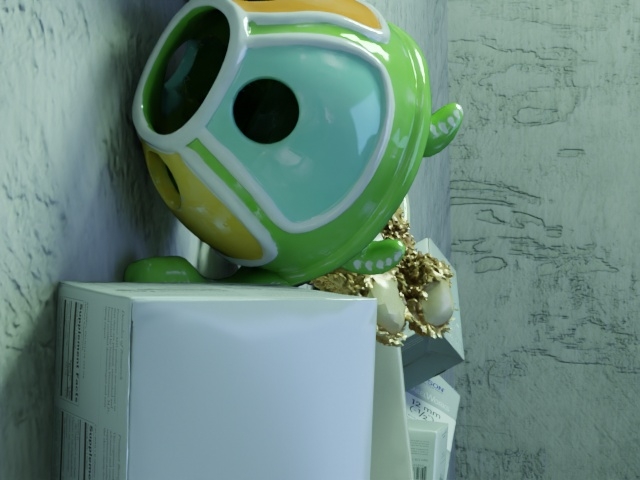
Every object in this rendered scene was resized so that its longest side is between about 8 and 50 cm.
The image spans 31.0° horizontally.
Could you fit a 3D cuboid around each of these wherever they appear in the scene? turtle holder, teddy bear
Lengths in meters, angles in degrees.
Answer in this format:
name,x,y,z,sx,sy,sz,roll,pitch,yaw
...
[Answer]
name,x,y,z,sx,sy,sz,roll,pitch,yaw
turtle holder,-0.059,-0.082,1.025,0.227,0.320,0.243,25,30,-44
teddy bear,0.018,-0.008,1.308,0.245,0.338,0.113,-30,159,-52

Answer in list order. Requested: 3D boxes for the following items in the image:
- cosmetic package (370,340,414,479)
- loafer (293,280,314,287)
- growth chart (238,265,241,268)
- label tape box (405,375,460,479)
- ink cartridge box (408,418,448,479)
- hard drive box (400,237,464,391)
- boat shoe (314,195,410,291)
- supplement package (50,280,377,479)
name,x,y,z,sx,sy,sz,roll,pitch,yaw
cosmetic package,0.034,0.220,1.392,0.153,0.129,0.296,140,-55,-85
loafer,0.000,0.000,1.456,0.302,0.109,0.095,-43,161,-51
growth chart,-0.066,0.080,1.265,0.237,0.021,0.172,80,-12,-59
label tape box,0.112,0.335,1.831,0.249,0.115,0.347,-57,-177,32
ink cartridge box,0.096,0.329,1.532,0.127,0.128,0.176,19,76,-77
hard drive box,0.122,0.127,1.801,0.089,0.181,0.232,48,24,-25
boat shoe,0.051,0.043,1.758,0.113,0.127,0.340,-33,-135,55
supplement package,-0.082,0.166,0.868,0.204,0.145,0.261,2,92,-33
